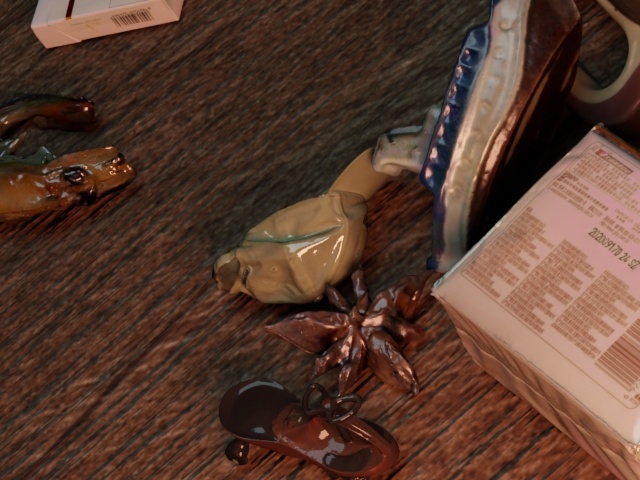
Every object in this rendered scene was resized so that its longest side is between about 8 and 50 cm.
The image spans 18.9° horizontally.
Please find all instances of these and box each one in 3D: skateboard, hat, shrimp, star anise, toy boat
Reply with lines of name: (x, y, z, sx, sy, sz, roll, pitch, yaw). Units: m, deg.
skateboard: (-0.011, 0.137, 1.456, 0.151, 0.080, 0.067, 11, 54, 33)
hat: (0.000, -0.007, 1.587, 0.166, 0.081, 0.122, -42, 2, -27)
shrimp: (-0.274, -0.082, 1.810, 0.253, 0.058, 0.173, -8, 43, 27)
star anise: (0.020, 0.071, 1.503, 0.129, 0.056, 0.124, 1, 60, 13)
toy boat: (0.119, -0.105, 1.522, 0.115, 0.114, 0.262, 27, 97, 25)

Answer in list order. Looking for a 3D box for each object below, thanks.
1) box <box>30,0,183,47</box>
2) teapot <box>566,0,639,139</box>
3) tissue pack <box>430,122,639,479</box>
box: (-0.207, -0.244, 1.910, 0.154, 0.040, 0.084, -9, 53, 25)
teapot: (0.271, -0.247, 1.537, 0.315, 0.233, 0.312, -48, 44, 29)
tissue pack: (0.224, 0.055, 1.357, 0.185, 0.124, 0.225, -42, 46, -8)
